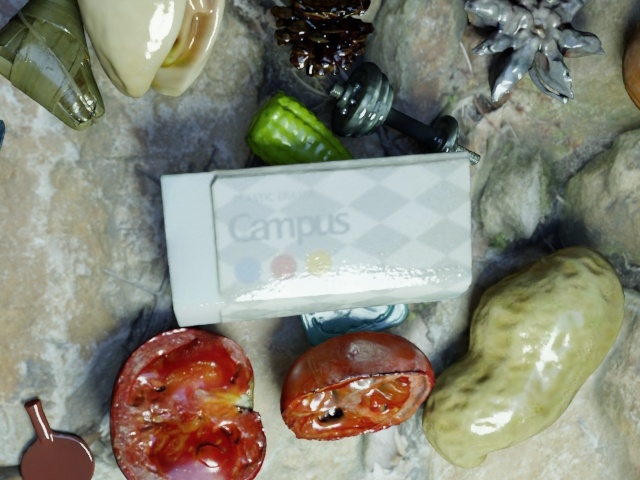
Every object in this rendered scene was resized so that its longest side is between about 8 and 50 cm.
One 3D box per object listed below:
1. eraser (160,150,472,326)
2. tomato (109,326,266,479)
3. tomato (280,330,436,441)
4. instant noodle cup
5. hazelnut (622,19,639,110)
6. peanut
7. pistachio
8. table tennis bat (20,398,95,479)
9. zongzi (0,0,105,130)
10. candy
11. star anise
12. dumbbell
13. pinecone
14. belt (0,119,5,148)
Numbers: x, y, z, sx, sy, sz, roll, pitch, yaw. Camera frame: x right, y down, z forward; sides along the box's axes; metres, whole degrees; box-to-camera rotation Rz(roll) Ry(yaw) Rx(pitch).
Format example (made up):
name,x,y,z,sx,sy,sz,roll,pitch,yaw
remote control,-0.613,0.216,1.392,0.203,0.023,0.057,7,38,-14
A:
name,x,y,z,sx,sy,sz,roll,pitch,yaw
eraser,0.001,0.000,0.883,0.396,0.082,0.213,-5,97,-9
tomato,-0.186,0.248,0.912,0.200,0.139,0.233,1,62,-20
tomato,0.045,0.197,0.946,0.227,0.228,0.101,-10,55,-11
instant noodle cup,0.031,0.054,0.971,0.157,0.070,0.179,-19,101,-9
hazelnut,0.560,-0.263,1.007,0.214,0.176,0.214,9,57,-13
peanut,0.299,0.169,0.996,0.192,0.169,0.387,38,88,-8
pistachio,-0.216,-0.337,0.816,0.193,0.213,0.318,-14,113,-54
table tennis bat,-0.377,0.294,0.934,0.098,0.019,0.155,-18,103,-10
zongzi,-0.315,-0.248,0.858,0.160,0.078,0.176,41,78,-20
candy,-0.008,-0.115,0.933,0.209,0.097,0.097,38,87,-22
star anise,0.309,-0.303,0.979,0.236,0.093,0.229,25,90,-16
dumbbell,0.125,-0.165,0.954,0.254,0.110,0.110,21,92,-20
pinecone,0.002,-0.283,0.895,0.140,0.140,0.121,-10,140,-11
belt,-0.491,-0.117,0.826,0.190,0.082,0.141,-36,100,-6
